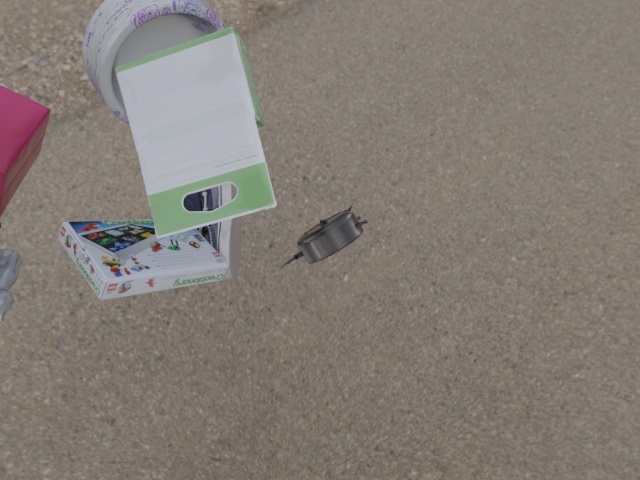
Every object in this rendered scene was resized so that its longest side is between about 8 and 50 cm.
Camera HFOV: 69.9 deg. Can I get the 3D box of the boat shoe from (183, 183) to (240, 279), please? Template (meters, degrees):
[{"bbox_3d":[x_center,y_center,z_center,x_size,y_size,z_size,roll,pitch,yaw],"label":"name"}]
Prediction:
[{"bbox_3d":[-0.303,-0.045,1.221,0.158,0.127,0.340,-7,58,0],"label":"boat shoe"}]

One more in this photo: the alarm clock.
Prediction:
[{"bbox_3d":[0.000,0.000,0.907,0.192,0.129,0.064,-34,97,1],"label":"alarm clock"}]

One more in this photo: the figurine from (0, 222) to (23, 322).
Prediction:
[{"bbox_3d":[-0.824,0.072,1.136,0.092,0.215,0.209,-16,45,-16],"label":"figurine"}]

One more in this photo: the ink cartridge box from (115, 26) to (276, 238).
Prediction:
[{"bbox_3d":[-0.157,-0.136,0.603,0.171,0.056,0.235,-15,90,9],"label":"ink cartridge box"}]

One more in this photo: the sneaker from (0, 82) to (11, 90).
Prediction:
[{"bbox_3d":[-1.002,-0.437,1.335,0.275,0.110,0.107,42,101,-10],"label":"sneaker"}]

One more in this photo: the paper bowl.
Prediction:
[{"bbox_3d":[-0.332,-0.378,0.935,0.284,0.284,0.148,-31,65,-22],"label":"paper bowl"}]

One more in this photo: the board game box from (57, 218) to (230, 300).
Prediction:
[{"bbox_3d":[-0.374,0.028,1.004,0.193,0.053,0.305,42,26,27],"label":"board game box"}]

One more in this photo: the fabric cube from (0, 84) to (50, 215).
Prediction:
[{"bbox_3d":[-0.941,-0.262,1.251,0.254,0.259,0.258,25,51,-26],"label":"fabric cube"}]
